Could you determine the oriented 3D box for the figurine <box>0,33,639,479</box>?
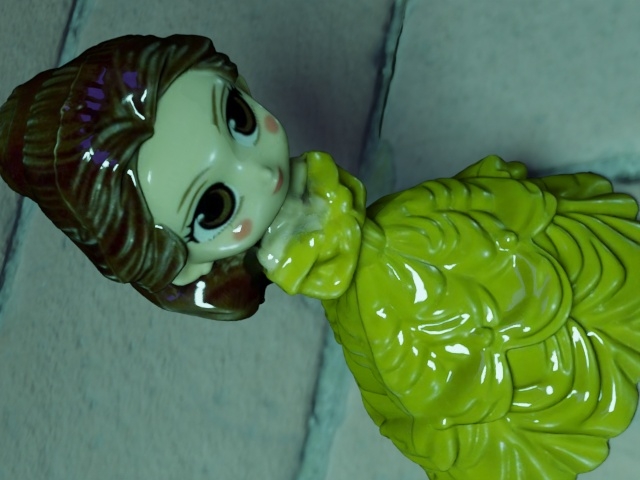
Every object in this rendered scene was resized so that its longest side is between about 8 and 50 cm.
[{"bbox_3d":[0.003,0.001,0.839,0.187,0.315,0.168,-59,36,7],"label":"figurine"}]
